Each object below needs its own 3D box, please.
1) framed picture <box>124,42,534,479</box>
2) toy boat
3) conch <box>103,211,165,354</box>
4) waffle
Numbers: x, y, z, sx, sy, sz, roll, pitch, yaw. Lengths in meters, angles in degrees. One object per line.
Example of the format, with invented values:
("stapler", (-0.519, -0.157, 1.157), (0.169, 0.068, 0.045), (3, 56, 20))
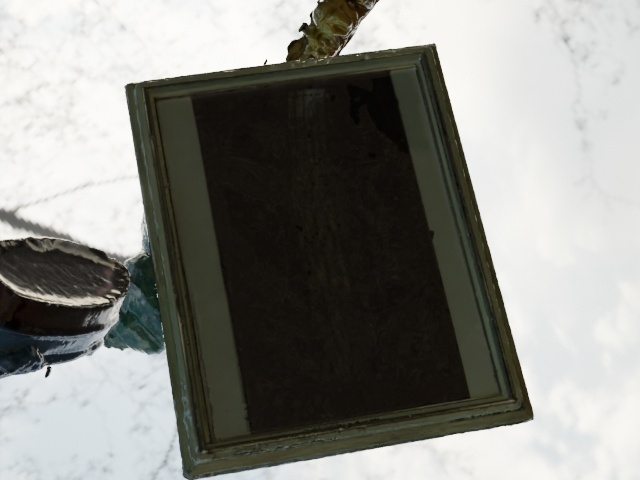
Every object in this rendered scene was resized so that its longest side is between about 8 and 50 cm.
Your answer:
("framed picture", (0.000, 0.000, 0.909), (0.018, 0.231, 0.293), (97, 163, -64))
("toy boat", (-0.203, 0.054, 0.938), (0.100, 0.097, 0.223), (44, -168, 11))
("conch", (-0.143, 0.035, 1.406), (0.196, 0.134, 0.202), (49, -126, -17))
("waffle", (0.010, -0.253, 1.594), (0.069, 0.293, 0.260), (38, -135, -4))
